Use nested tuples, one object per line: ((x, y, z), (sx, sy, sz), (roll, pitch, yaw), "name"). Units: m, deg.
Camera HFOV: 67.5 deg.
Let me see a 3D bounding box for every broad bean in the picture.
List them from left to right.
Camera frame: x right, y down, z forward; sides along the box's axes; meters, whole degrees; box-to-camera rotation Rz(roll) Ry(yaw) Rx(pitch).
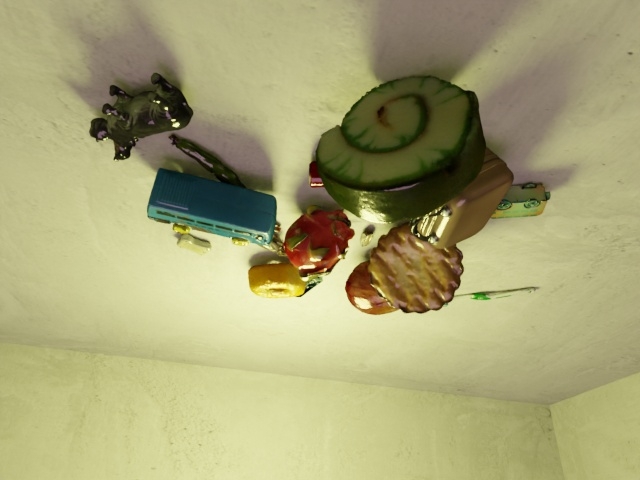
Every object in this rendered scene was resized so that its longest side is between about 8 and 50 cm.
((-0.312, -0.217, 1.402), (0.060, 0.043, 0.297), (1, 153, 43), "broad bean")

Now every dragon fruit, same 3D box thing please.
((-0.005, 0.003, 1.565), (0.224, 0.224, 0.227), (26, 137, -31), "dragon fruit")

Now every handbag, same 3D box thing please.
((0.367, -0.101, 1.348), (0.283, 0.149, 0.301), (-26, 155, -18), "handbag")

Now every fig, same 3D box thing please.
((0.228, 0.179, 1.830), (0.263, 0.223, 0.224), (-8, 146, 15), "fig")

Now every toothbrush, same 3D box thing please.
((0.692, 0.237, 2.043), (0.418, 0.040, 0.042), (-12, 147, 14), "toothbrush")

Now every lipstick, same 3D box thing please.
((0.087, -0.189, 1.380), (0.241, 0.080, 0.080), (1, 147, 2), "lipstick")

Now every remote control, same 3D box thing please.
((-0.470, 0.017, 1.788), (0.122, 0.032, 0.074), (25, 141, -31), "remote control")

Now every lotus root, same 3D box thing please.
((0.162, -0.011, 1.697), (0.038, 0.030, 0.083), (-20, 156, -20), "lotus root")

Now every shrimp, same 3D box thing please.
((-0.155, 0.009, 1.723), (0.117, 0.066, 0.262), (-23, 141, 34), "shrimp")

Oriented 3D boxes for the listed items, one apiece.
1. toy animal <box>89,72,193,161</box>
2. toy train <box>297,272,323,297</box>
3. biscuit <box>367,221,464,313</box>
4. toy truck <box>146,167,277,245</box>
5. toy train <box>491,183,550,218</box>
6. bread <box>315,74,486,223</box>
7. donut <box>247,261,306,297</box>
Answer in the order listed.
((-0.478, -0.310, 1.218), (0.343, 0.106, 0.168), (-14, 151, 35), "toy animal")
((-0.057, 0.193, 2.016), (0.043, 0.047, 0.207), (13, 147, -26), "toy train")
((0.328, 0.092, 1.650), (0.326, 0.325, 0.107), (-5, -171, 12), "biscuit")
((-0.318, -0.092, 1.449), (0.385, 0.161, 0.162), (14, 162, -12), "toy truck")
((0.595, -0.118, 1.456), (0.188, 0.072, 0.099), (-3, 146, 9), "toy train")
((0.170, -0.208, 1.080), (0.382, 0.366, 0.129), (-11, 139, 16), "bread")
((-0.170, 0.159, 1.925), (0.254, 0.118, 0.253), (-4, 161, -1), "donut")
